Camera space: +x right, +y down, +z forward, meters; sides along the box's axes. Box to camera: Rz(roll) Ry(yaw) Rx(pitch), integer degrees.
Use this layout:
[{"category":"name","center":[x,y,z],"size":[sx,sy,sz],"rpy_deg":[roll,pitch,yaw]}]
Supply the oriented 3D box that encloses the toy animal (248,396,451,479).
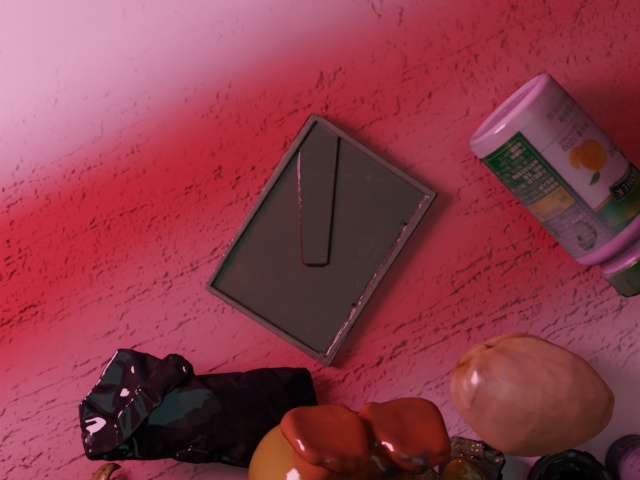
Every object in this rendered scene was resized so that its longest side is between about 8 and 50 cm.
[{"category":"toy animal","center":[0.002,0.306,1.412],"size":[0.216,0.191,0.338],"rpy_deg":[0,127,-25]}]

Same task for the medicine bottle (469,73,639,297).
[{"category":"medicine bottle","center":[0.315,-0.061,1.480],"size":[0.133,0.133,0.274],"rpy_deg":[-44,97,-2]}]

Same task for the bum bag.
[{"category":"bum bag","center":[-0.133,0.207,1.475],"size":[0.310,0.074,0.137],"rpy_deg":[8,94,-20]}]

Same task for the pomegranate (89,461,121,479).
[{"category":"pomegranate","center":[-0.284,0.421,1.415],"size":[0.286,0.231,0.231],"rpy_deg":[-34,96,-23]}]

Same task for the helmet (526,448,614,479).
[{"category":"helmet","center":[0.312,0.305,1.527],"size":[0.123,0.070,0.098],"rpy_deg":[40,98,0]}]

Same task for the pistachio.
[{"category":"pistachio","center":[0.252,0.189,1.493],"size":[0.200,0.117,0.145],"rpy_deg":[15,92,-13]}]

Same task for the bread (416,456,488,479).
[{"category":"bread","center":[0.125,0.313,1.465],"size":[0.149,0.188,0.065],"rpy_deg":[45,50,3]}]

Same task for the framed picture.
[{"category":"framed picture","center":[0.000,0.000,1.506],"size":[0.189,0.023,0.260],"rpy_deg":[32,89,-6]}]

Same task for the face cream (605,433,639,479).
[{"category":"face cream","center":[0.409,0.289,1.455],"size":[0.075,0.229,0.075],"rpy_deg":[0,93,-5]}]

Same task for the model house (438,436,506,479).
[{"category":"model house","center":[0.191,0.281,1.508],"size":[0.078,0.083,0.066],"rpy_deg":[16,89,-5]}]
